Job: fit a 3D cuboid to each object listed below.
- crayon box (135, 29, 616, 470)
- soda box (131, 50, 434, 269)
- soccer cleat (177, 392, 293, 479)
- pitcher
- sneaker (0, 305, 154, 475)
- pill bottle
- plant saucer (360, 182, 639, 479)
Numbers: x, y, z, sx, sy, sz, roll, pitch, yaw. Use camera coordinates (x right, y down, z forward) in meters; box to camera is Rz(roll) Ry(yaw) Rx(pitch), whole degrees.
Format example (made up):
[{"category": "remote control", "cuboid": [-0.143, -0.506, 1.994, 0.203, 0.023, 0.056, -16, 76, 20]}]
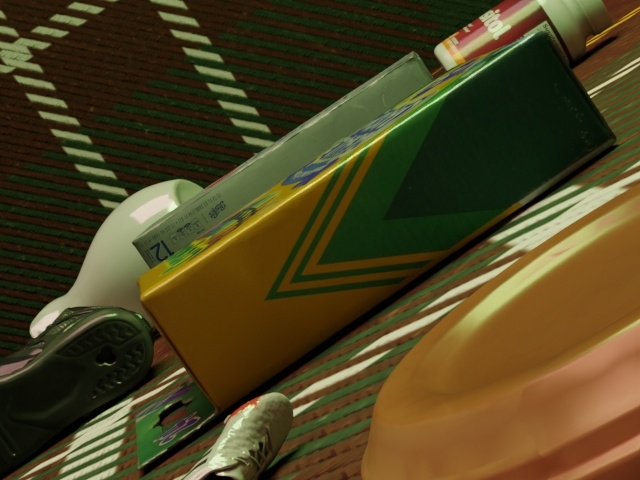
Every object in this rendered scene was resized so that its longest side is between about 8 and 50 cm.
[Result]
[{"category": "crayon box", "cuboid": [0.000, 0.000, 0.891, 0.323, 0.083, 0.203, -35, 6, -6]}, {"category": "soda box", "cuboid": [-0.013, -0.043, 1.243, 0.286, 0.098, 0.091, -33, 7, 9]}, {"category": "soccer cleat", "cuboid": [-0.036, 0.093, 0.595, 0.083, 0.029, 0.036, -41, 17, -31]}, {"category": "pitcher", "cuboid": [-0.177, 0.029, 1.470, 0.207, 0.125, 0.178, -43, 5, 21]}, {"category": "sneaker", "cuboid": [-0.237, 0.123, 1.199, 0.228, 0.087, 0.130, -31, 4, 1]}, {"category": "pill bottle", "cuboid": [0.190, -0.185, 1.356, 0.152, 0.086, 0.086, -33, 6, 6]}, {"category": "plant saucer", "cuboid": [0.090, 0.021, 0.428, 0.200, 0.037, 0.200, -33, 5, 3]}]
